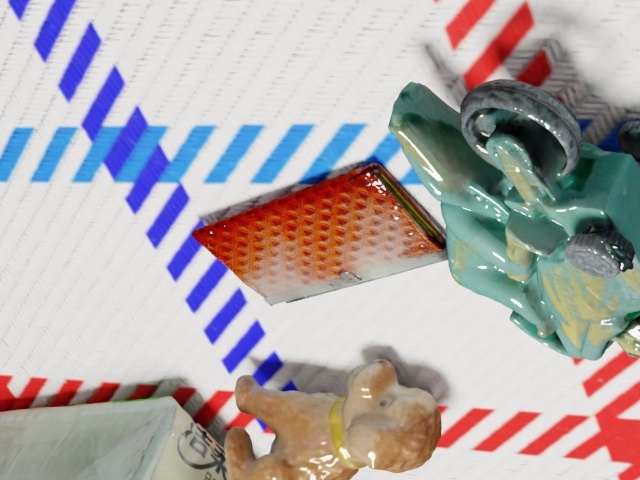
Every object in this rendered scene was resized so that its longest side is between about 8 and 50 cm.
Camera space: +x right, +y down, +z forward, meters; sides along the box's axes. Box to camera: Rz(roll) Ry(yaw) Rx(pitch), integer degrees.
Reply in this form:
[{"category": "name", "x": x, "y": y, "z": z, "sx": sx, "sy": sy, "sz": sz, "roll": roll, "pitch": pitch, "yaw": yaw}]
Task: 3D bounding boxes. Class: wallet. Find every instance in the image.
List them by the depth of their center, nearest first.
[{"category": "wallet", "x": 0.000, "y": 0.000, "z": 1.366, "sx": 0.196, "sy": 0.020, "sz": 0.103, "roll": -17, "pitch": 128, "yaw": 42}]

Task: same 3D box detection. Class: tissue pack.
[{"category": "tissue pack", "x": -0.166, "y": 0.343, "z": 1.737, "sx": 0.331, "sy": 0.205, "sz": 0.405, "roll": -10, "pitch": 132, "yaw": 37}]

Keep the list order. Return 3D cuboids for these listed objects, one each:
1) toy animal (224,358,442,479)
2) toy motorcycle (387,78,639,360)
[{"category": "toy animal", "x": 0.018, "y": 0.196, "z": 1.482, "sx": 0.185, "sy": 0.184, "sz": 0.104, "roll": -9, "pitch": 158, "yaw": 27}, {"category": "toy motorcycle", "x": 0.161, "y": -0.007, "z": 1.213, "sx": 0.198, "sy": 0.109, "sz": 0.296, "roll": 1, "pitch": 141, "yaw": 44}]
